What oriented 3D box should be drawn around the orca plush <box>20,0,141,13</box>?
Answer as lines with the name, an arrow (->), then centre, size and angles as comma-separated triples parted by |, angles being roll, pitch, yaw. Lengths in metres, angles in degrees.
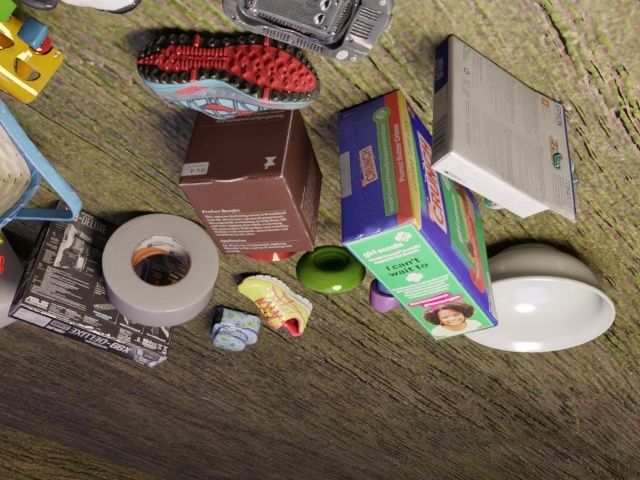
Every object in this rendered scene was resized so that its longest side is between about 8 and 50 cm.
orca plush -> -0.356, -0.354, 0.871 | 0.287, 0.151, 0.102 | 10, 178, -10

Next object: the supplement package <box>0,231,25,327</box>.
supplement package -> -0.781, 0.124, 1.455 | 0.175, 0.293, 0.177 | 56, 138, 6

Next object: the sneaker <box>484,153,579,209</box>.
sneaker -> 0.360, -0.082, 1.185 | 0.166, 0.065, 0.076 | -20, 142, 36

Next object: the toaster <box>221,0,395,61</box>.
toaster -> -0.020, -0.318, 0.820 | 0.227, 0.146, 0.129 | 14, 145, -12

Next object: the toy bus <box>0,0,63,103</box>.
toy bus -> -0.448, -0.268, 0.918 | 0.202, 0.104, 0.191 | 32, 174, 4

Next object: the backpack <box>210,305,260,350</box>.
backpack -> -0.209, 0.222, 1.716 | 0.114, 0.084, 0.105 | 11, 148, -12

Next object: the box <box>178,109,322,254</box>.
box -> -0.103, -0.099, 1.143 | 0.169, 0.167, 0.203 | -2, 145, 14

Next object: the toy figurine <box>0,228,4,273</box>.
toy figurine -> -0.690, 0.028, 1.223 | 0.191, 0.362, 0.217 | 4, 168, -3

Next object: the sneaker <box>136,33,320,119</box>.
sneaker -> -0.128, -0.236, 1.033 | 0.262, 0.104, 0.125 | 9, 164, 3

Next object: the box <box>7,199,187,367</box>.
box -> -0.434, 0.090, 1.418 | 0.307, 0.242, 0.076 | 27, 141, -28

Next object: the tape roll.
tape roll -> -0.311, 0.056, 1.364 | 0.219, 0.219, 0.072 | 11, 146, -7

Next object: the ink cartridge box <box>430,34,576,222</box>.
ink cartridge box -> 0.250, -0.146, 0.962 | 0.224, 0.223, 0.045 | 25, 143, -22

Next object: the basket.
basket -> -0.554, -0.125, 1.137 | 0.289, 0.201, 0.254 | -5, 132, 27

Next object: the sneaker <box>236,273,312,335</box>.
sneaker -> -0.102, 0.149, 1.579 | 0.208, 0.094, 0.081 | 31, 141, -30

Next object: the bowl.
bowl -> 0.413, 0.097, 1.376 | 0.298, 0.134, 0.298 | 5, 147, 3

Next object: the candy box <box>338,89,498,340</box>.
candy box -> 0.155, -0.033, 1.105 | 0.122, 0.268, 0.317 | -22, 138, 26

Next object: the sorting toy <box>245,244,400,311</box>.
sorting toy -> 0.000, 0.000, 1.247 | 0.366, 0.127, 0.126 | 25, 130, 32
